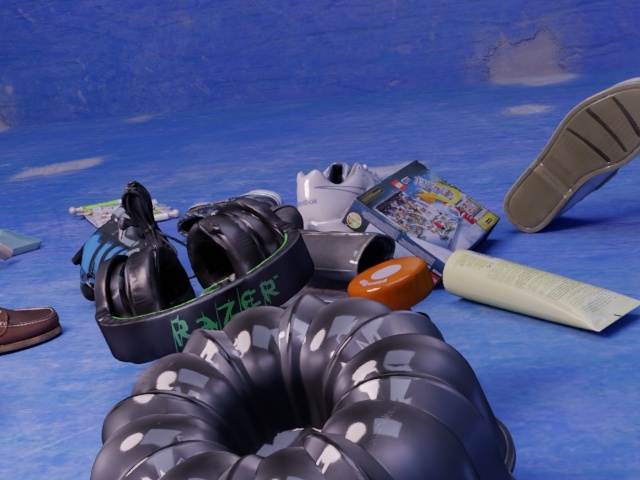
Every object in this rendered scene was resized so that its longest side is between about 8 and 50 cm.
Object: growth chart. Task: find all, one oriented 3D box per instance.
[{"bbox_3d":[-0.386,-0.056,2.103,0.172,0.021,0.237,-15,17,-26],"label":"growth chart"}]

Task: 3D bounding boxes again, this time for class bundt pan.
[{"bbox_3d":[-0.023,0.154,0.780,0.330,0.124,0.331,-12,30,7],"label":"bundt pan"}]

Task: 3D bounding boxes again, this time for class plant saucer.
[{"bbox_3d":[-0.595,0.004,2.001,0.067,0.018,0.192,-19,19,-35],"label":"plant saucer"}]

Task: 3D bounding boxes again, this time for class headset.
[{"bbox_3d":[-0.159,0.022,1.234,0.243,0.185,0.394,-26,13,-13],"label":"headset"}]

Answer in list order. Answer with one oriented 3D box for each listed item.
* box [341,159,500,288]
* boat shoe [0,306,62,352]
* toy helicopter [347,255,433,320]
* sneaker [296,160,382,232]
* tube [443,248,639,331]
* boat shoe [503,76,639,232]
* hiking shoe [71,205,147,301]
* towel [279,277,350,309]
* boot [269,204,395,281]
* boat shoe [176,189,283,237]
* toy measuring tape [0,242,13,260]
[{"bbox_3d":[0.149,-0.029,1.510,0.159,0.044,0.233,36,29,12],"label":"box"},{"bbox_3d":[-0.452,0.116,1.408,0.207,0.073,0.073,-14,15,-24],"label":"boat shoe"},{"bbox_3d":[-0.041,0.138,1.076,0.355,0.140,0.235,-8,20,45],"label":"toy helicopter"},{"bbox_3d":[0.068,-0.063,1.644,0.111,0.129,0.297,-7,3,34],"label":"sneaker"},{"bbox_3d":[0.255,0.064,1.265,0.240,0.062,0.070,14,70,44],"label":"tube"},{"bbox_3d":[0.394,-0.134,1.559,0.302,0.113,0.103,-44,-8,37],"label":"boat shoe"},{"bbox_3d":[-0.277,0.058,1.530,0.132,0.113,0.304,-40,26,-2],"label":"hiking shoe"},{"bbox_3d":[-0.016,0.061,1.421,0.187,0.049,0.282,-5,15,9],"label":"towel"},{"bbox_3d":[0.001,0.002,1.401,0.208,0.076,0.189,-7,25,31],"label":"boot"},{"bbox_3d":[-0.158,-0.039,1.850,0.183,0.065,0.083,-10,17,16],"label":"boat shoe"},{"bbox_3d":[-0.666,-0.028,1.950,0.330,0.121,0.121,3,19,38],"label":"toy measuring tape"}]
